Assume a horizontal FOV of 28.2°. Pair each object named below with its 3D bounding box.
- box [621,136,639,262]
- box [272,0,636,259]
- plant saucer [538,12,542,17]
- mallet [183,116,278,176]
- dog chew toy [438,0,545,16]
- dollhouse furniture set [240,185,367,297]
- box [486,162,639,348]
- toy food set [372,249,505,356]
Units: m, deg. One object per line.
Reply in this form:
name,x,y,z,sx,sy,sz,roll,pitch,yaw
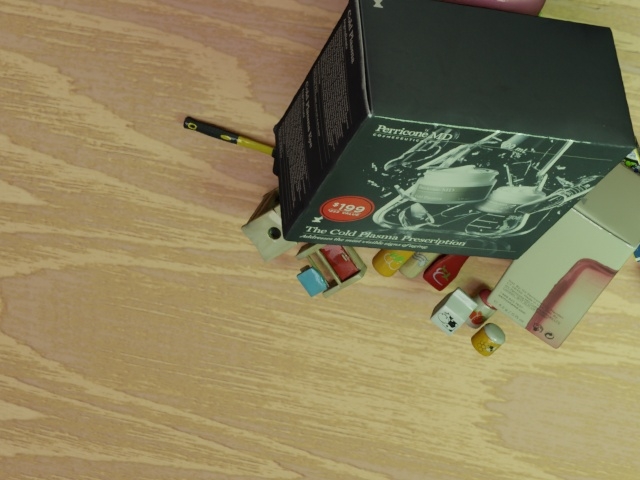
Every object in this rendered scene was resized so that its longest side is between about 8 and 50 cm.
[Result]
box,0.448,-0.058,1.811,0.059,0.054,0.169,-18,109,22
box,0.152,-0.129,1.582,0.343,0.179,0.312,4,152,-18
plant saucer,0.185,-0.356,1.737,0.188,0.045,0.188,-18,109,21
mallet,-0.119,-0.140,1.926,0.190,0.039,0.062,13,114,12
dog chew toy,0.124,-0.366,1.564,0.332,0.206,0.206,24,122,-27
dollhouse furniture set,0.000,0.000,1.907,0.129,0.129,0.183,-30,104,24
box,0.355,0.012,1.773,0.127,0.148,0.232,36,136,9
toy food set,0.201,0.057,1.894,0.232,0.111,0.104,40,118,-4
